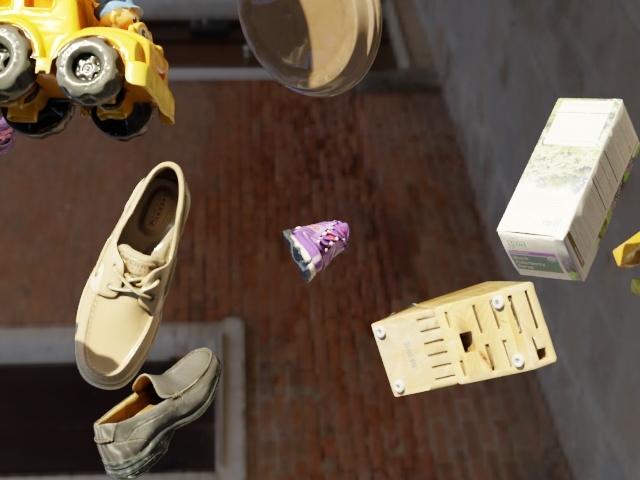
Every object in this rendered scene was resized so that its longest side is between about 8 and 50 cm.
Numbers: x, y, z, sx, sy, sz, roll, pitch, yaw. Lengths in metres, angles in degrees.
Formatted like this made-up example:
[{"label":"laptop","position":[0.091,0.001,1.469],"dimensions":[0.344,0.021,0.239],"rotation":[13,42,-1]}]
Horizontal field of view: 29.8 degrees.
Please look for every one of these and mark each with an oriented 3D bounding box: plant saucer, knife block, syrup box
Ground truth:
[{"label":"plant saucer","position":[-0.028,-0.348,1.820],"dimensions":[0.041,0.278,0.278],"rotation":[-27,-52,-44]},{"label":"knife block","position":[0.187,0.095,1.376],"dimensions":[0.242,0.275,0.088],"rotation":[-18,-90,-49]},{"label":"syrup box","position":[0.324,-0.068,1.556],"dimensions":[0.096,0.093,0.237],"rotation":[54,-127,-42]}]

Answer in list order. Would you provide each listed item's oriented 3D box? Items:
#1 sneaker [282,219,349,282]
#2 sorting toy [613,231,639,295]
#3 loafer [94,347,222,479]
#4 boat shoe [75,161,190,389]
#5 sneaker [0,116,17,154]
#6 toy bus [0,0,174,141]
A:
[{"label":"sneaker","position":[0.000,0.000,1.473],"dimensions":[0.068,0.071,0.170],"rotation":[63,-169,-8]},{"label":"sorting toy","position":[0.545,-0.010,1.679],"dimensions":[0.307,0.041,0.229],"rotation":[-41,44,34]},{"label":"loafer","position":[-0.152,0.152,1.151],"dimensions":[0.170,0.062,0.061],"rotation":[-51,-51,-46]},{"label":"boat shoe","position":[-0.275,0.046,1.750],"dimensions":[0.110,0.121,0.341],"rotation":[124,161,-72]},{"label":"sneaker","position":[-0.484,-0.175,1.784],"dimensions":[0.236,0.095,0.104],"rotation":[4,125,54]},{"label":"toy bus","position":[-0.255,-0.219,1.230],"dimensions":[0.149,0.220,0.211],"rotation":[64,-149,-74]}]
